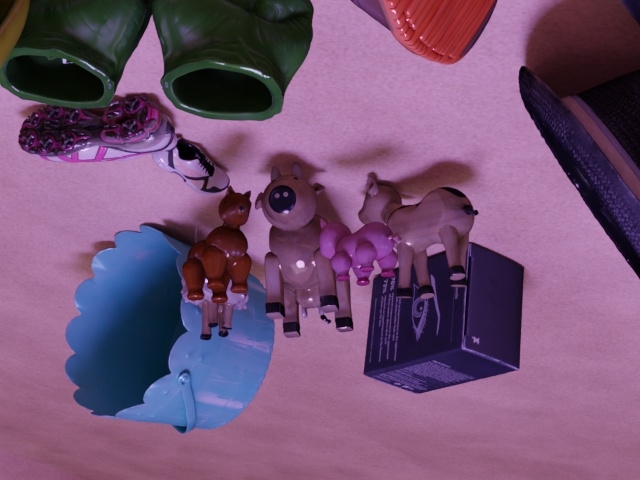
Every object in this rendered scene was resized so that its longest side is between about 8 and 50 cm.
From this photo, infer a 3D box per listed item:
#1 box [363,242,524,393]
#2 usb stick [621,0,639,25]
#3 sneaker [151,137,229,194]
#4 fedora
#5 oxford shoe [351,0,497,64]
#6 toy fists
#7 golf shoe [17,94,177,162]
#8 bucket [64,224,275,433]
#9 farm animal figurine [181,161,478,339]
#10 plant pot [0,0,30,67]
[{"bbox_3d":[0.168,0.112,1.603,0.108,0.153,0.207,23,153,-32],"label":"box"},{"bbox_3d":[0.260,-0.227,0.938,0.077,0.045,0.278,-2,156,39],"label":"usb stick"},{"bbox_3d":[-0.147,-0.087,1.387,0.044,0.040,0.109,-18,146,42],"label":"sneaker"},{"bbox_3d":[0.317,-0.069,1.067,0.153,0.334,0.334,-35,144,9],"label":"fedora"},{"bbox_3d":[0.036,-0.251,0.905,0.133,0.130,0.364,32,179,33],"label":"oxford shoe"},{"bbox_3d":[-0.146,-0.193,1.023,0.279,0.142,0.096,4,145,7],"label":"toy fists"},{"bbox_3d":[-0.253,-0.113,1.326,0.186,0.067,0.086,-2,156,20],"label":"golf shoe"},{"bbox_3d":[-0.210,0.133,1.641,0.183,0.281,0.281,23,153,-40],"label":"bucket"},{"bbox_3d":[0.000,0.000,1.395,0.331,0.172,0.326,-1,160,-7],"label":"farm animal figurine"},{"bbox_3d":[-0.358,-0.187,0.877,0.227,0.228,0.207,-9,125,14],"label":"plant pot"}]
